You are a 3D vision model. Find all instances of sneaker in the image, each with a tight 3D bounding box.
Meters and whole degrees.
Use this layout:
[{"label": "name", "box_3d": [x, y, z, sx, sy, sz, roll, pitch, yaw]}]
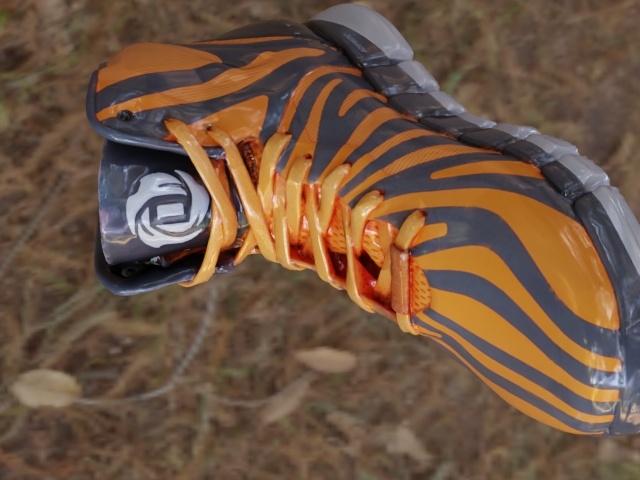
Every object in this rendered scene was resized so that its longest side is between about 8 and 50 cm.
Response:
[{"label": "sneaker", "box_3d": [0.000, 0.000, 0.761, 0.180, 0.321, 0.124, -12, 121, -26]}]
